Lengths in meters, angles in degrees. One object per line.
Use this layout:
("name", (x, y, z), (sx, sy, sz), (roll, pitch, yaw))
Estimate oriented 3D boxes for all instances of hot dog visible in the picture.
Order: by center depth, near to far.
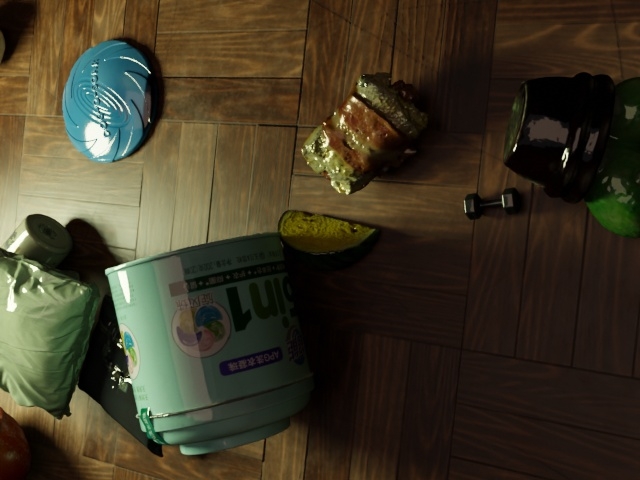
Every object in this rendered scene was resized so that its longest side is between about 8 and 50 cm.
("hot dog", (0.073, -0.169, 1.353), (0.213, 0.103, 0.146), (-39, 92, 32))

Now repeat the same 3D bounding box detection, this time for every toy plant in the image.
("toy plant", (0.373, -0.124, 1.151), (0.235, 0.175, 0.217), (13, 88, 3))

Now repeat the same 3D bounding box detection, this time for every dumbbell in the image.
("dumbbell", (0.257, -0.055, 1.277), (0.083, 0.040, 0.036), (-7, 116, 29))

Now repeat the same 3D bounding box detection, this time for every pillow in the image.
("pillow", (-0.559, 0.163, 1.610), (0.284, 0.138, 0.309), (24, 114, 18))

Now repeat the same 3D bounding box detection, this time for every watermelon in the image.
("watermelon", (-0.006, 0.002, 1.399), (0.182, 0.075, 0.091), (15, 92, 30))

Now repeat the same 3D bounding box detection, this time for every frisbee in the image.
("frisbee", (-0.420, -0.272, 1.659), (0.242, 0.045, 0.242), (0, 89, 29))

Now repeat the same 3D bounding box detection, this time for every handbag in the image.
("handbag", (-0.347, 0.244, 1.572), (0.254, 0.089, 0.211), (29, 111, 32))

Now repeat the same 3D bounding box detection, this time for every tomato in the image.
("tomato", (-0.657, 0.451, 1.696), (0.200, 0.139, 0.233), (-46, 25, 3))

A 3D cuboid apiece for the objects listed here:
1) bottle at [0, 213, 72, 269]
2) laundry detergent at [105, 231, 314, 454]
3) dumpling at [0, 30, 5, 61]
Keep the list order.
("bottle", (-0.605, 0.059, 1.710), (0.233, 0.110, 0.110), (-44, 69, 20))
("laundry detergent", (-0.167, 0.165, 1.354), (0.287, 0.287, 0.305), (-15, 86, 28))
("dumpling", (-0.732, -0.398, 1.806), (0.177, 0.092, 0.150), (10, 90, 30))
